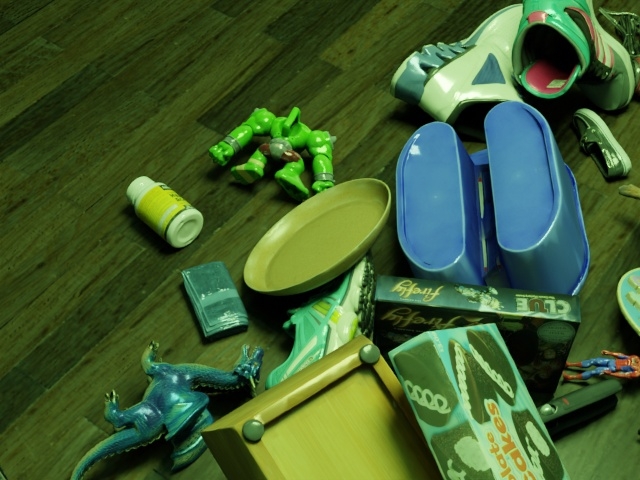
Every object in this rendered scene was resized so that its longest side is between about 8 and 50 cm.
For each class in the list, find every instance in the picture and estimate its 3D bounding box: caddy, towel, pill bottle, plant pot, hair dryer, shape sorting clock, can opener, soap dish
[{"bbox_3d":[0.236,-0.026,1.289,0.241,0.179,0.341,-14,47,20],"label":"caddy"},{"bbox_3d":[-0.146,0.081,1.291,0.067,0.029,0.119,-17,52,-15],"label":"towel"},{"bbox_3d":[-0.233,-0.045,1.374,0.116,0.065,0.065,37,59,27],"label":"pill bottle"},{"bbox_3d":[0.000,0.000,1.287,0.236,0.032,0.236,-27,25,14],"label":"plant pot"},{"bbox_3d":[0.581,-0.326,1.594,0.293,0.080,0.223,31,56,23],"label":"hair dryer"},{"bbox_3d":[0.492,0.103,1.232,0.206,0.040,0.206,13,40,-11],"label":"shape sorting clock"},{"bbox_3d":[0.298,0.214,1.158,0.186,0.059,0.073,-19,52,-14],"label":"can opener"},{"bbox_3d":[0.039,0.269,1.029,0.229,0.118,0.291,-29,74,-21],"label":"soap dish"}]

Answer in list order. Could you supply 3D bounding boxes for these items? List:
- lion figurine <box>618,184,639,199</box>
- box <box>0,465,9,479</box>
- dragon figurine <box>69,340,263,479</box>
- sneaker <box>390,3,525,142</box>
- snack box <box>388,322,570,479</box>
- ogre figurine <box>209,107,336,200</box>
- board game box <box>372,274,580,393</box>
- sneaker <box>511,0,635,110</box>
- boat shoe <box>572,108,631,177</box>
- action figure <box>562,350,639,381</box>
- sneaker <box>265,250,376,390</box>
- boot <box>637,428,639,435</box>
[{"bbox_3d":[0.600,0.035,1.258,0.392,0.142,0.240,9,49,11],"label":"lion figurine"},{"bbox_3d":[-0.432,0.218,1.008,0.295,0.293,0.073,35,57,25],"label":"box"},{"bbox_3d":[-0.182,0.219,1.139,0.144,0.085,0.289,24,53,19],"label":"dragon figurine"},{"bbox_3d":[0.283,-0.253,1.521,0.315,0.127,0.182,-30,68,-27],"label":"sneaker"},{"bbox_3d":[0.200,0.248,0.995,0.060,0.187,0.322,-32,72,28],"label":"snack box"},{"bbox_3d":[-0.057,-0.136,1.431,0.197,0.097,0.118,12,62,25],"label":"ogre figurine"},{"bbox_3d":[0.188,0.120,1.169,0.243,0.165,0.042,6,50,6],"label":"board game box"},{"bbox_3d":[0.392,-0.270,1.441,0.124,0.295,0.178,-5,47,44],"label":"sneaker"},{"bbox_3d":[0.437,-0.155,1.473,0.040,0.049,0.142,-19,55,-14],"label":"boat shoe"},{"bbox_3d":[0.372,0.162,1.200,0.115,0.030,0.038,-5,43,18],"label":"action figure"},{"bbox_3d":[0.008,0.101,1.232,0.110,0.107,0.275,8,50,19],"label":"sneaker"},{"bbox_3d":[0.435,0.214,1.171,0.121,0.045,0.099,33,64,27],"label":"boot"}]
